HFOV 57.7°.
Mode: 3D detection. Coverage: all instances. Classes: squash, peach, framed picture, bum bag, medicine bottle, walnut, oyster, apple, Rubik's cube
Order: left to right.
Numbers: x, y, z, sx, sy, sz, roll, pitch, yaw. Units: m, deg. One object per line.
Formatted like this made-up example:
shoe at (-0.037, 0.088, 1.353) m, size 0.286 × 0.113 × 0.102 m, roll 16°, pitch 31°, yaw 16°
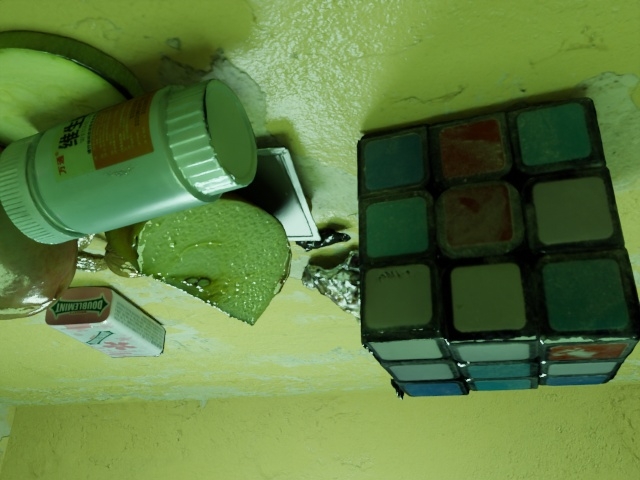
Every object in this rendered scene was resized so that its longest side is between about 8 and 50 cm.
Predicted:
peach at (-0.516, -0.015, 0.918) m, size 0.292 × 0.247 × 0.292 m, roll 18°, pitch 138°, yaw 16°
squash at (-0.370, -0.194, 0.819) m, size 0.251 × 0.049 × 0.252 m, roll 1°, pitch 152°, yaw 0°
medicine bottle at (-0.252, -0.103, 0.775) m, size 0.317 × 0.158 × 0.158 m, roll -12°, pitch 151°, yaw 19°
walnut at (-0.383, 0.026, 1.206) m, size 0.124 × 0.105 × 0.105 m, roll -3°, pitch 162°, yaw -39°
apple at (-0.191, 0.018, 0.994) m, size 0.254 × 0.179 × 0.346 m, roll 0°, pitch 155°, yaw 35°
framed picture at (-0.118, -0.074, 1.012) m, size 0.196 × 0.014 × 0.252 m, roll -1°, pitch 145°, yaw 15°
bum bag at (0.000, -0.001, 1.206) m, size 0.124 × 0.034 × 0.058 m, roll -14°, pitch 159°, yaw 30°
oyster at (0.075, 0.120, 1.388) m, size 0.271 × 0.100 × 0.275 m, roll 29°, pitch 151°, yaw -18°
Rubik's cube at (0.265, 0.037, 0.910) m, size 0.358 × 0.364 × 0.362 m, roll -6°, pitch 152°, yaw 20°

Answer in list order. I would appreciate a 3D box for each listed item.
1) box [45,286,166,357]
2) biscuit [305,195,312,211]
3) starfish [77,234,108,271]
box at (-0.602, 0.246, 1.676) m, size 0.190 × 0.112 × 0.370 m, roll -2°, pitch 156°, yaw 8°
biscuit at (-0.142, -0.056, 1.100) m, size 0.248 × 0.035 × 0.184 m, roll -10°, pitch 152°, yaw 24°
starfish at (-0.542, 0.001, 1.174) m, size 0.374 × 0.095 × 0.327 m, roll -18°, pitch 147°, yaw 25°
